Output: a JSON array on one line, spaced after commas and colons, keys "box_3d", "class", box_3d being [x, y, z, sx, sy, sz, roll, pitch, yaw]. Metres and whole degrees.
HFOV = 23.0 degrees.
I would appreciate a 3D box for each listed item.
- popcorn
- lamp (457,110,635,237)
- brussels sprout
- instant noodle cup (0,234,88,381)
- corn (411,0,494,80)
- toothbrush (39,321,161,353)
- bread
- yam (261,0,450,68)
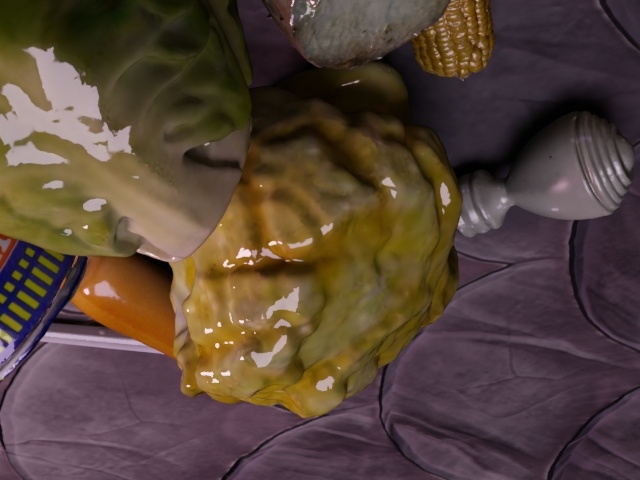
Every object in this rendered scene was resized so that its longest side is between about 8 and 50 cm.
[{"box_3d": [0.001, 0.012, 1.462, 0.292, 0.293, 0.334, -1, 156, -4], "class": "popcorn"}, {"box_3d": [0.217, -0.058, 1.546, 0.193, 0.106, 0.106, -21, 136, 25], "class": "lamp"}, {"box_3d": [-0.199, -0.139, 1.227, 0.281, 0.289, 0.355, -35, 110, 31], "class": "brussels sprout"}, {"box_3d": [-0.402, -0.033, 1.385, 0.284, 0.284, 0.312, -33, 124, 26], "class": "instant noodle cup"}, {"box_3d": [0.103, -0.229, 1.356, 0.080, 0.080, 0.238, -13, 137, 6], "class": "corn"}, {"box_3d": [-0.326, 0.099, 1.690, 0.342, 0.025, 0.030, 4, 143, -12], "class": "toothbrush"}, {"box_3d": [-0.162, 0.079, 1.648, 0.239, 0.074, 0.093, 31, 143, -34], "class": "bread"}, {"box_3d": [-0.001, -0.257, 1.191, 0.161, 0.268, 0.161, -15, 135, -15], "class": "yam"}]
